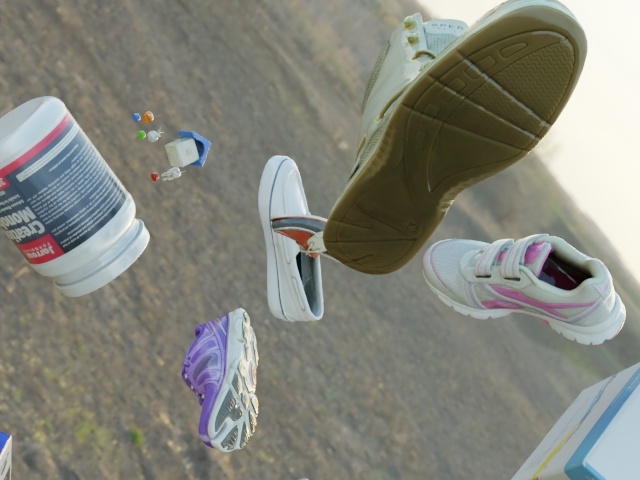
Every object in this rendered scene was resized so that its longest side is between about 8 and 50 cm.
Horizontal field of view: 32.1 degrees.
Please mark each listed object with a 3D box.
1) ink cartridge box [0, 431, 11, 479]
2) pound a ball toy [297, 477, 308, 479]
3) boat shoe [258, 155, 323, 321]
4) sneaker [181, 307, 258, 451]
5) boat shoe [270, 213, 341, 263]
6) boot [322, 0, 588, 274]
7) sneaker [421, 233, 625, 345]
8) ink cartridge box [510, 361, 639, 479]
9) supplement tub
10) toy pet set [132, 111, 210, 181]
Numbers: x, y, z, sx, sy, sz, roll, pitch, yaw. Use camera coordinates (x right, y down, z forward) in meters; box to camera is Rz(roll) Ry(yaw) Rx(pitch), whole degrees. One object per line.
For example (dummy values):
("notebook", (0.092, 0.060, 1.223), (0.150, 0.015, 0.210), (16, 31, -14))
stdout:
("ink cartridge box", (-0.488, 0.287, 1.446), (0.165, 0.333, 0.065), (21, 58, -5))
("pound a ball toy", (-0.134, 0.399, 1.171), (0.136, 0.319, 0.208), (99, -27, -77))
("boat shoe", (-0.032, -0.002, 1.701), (0.095, 0.084, 0.258), (-26, 114, -54))
("sneaker", (-0.098, 0.135, 1.040), (0.170, 0.071, 0.068), (-90, 164, -58))
("boat shoe", (0.000, 0.000, 1.255), (0.137, 0.043, 0.049), (16, -13, -39))
("boot", (0.080, -0.096, 0.679), (0.077, 0.213, 0.165), (29, 41, -12))
("sneaker", (0.242, 0.035, 1.338), (0.111, 0.252, 0.103), (77, 32, -48))
("ink cartridge box", (0.410, 0.299, 1.435), (0.198, 0.197, 0.270), (42, -21, 4))
("supplement tub", (-0.410, -0.067, 1.725), (0.272, 0.191, 0.191), (57, 7, -24))
("toy pet set", (-0.244, -0.164, 1.871), (0.114, 0.065, 0.122), (9, -59, 48))
